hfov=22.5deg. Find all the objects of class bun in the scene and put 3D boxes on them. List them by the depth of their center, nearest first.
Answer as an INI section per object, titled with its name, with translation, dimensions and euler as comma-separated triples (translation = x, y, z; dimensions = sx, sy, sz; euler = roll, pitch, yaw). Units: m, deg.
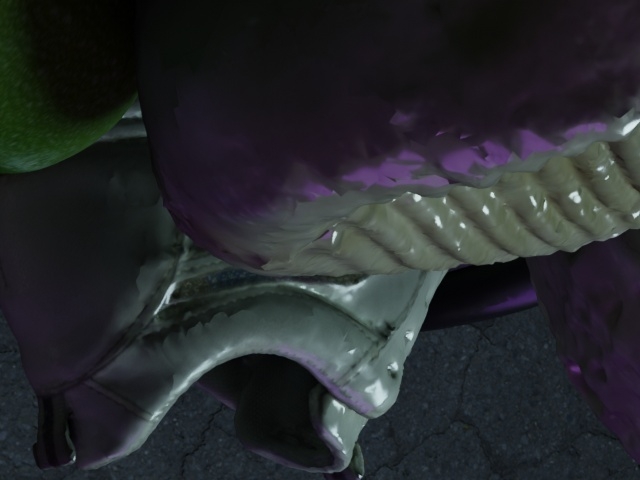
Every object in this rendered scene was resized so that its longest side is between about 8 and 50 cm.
[bun]
translation = 0.058, -0.070, 0.406
dimensions = 0.231, 0.133, 0.231
euler = -12, 170, -2

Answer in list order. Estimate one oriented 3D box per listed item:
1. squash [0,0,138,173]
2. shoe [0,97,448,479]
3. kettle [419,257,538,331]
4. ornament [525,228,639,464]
[squash]
translation = -0.095, -0.070, 0.378
dimensions = 0.101, 0.101, 0.378
euler = -8, 176, 1
[shoe]
translation = 0.000, 0.000, 0.711
dimensions = 0.342, 0.210, 0.132
euler = -5, 175, -38
[kettle]
translation = 0.094, -0.026, 0.908
dimensions = 0.232, 0.144, 0.202
euler = -17, -159, 40
[ornament]
translation = 0.201, -0.020, 0.630
dimensions = 0.259, 0.259, 0.225
euler = -7, -143, -13
